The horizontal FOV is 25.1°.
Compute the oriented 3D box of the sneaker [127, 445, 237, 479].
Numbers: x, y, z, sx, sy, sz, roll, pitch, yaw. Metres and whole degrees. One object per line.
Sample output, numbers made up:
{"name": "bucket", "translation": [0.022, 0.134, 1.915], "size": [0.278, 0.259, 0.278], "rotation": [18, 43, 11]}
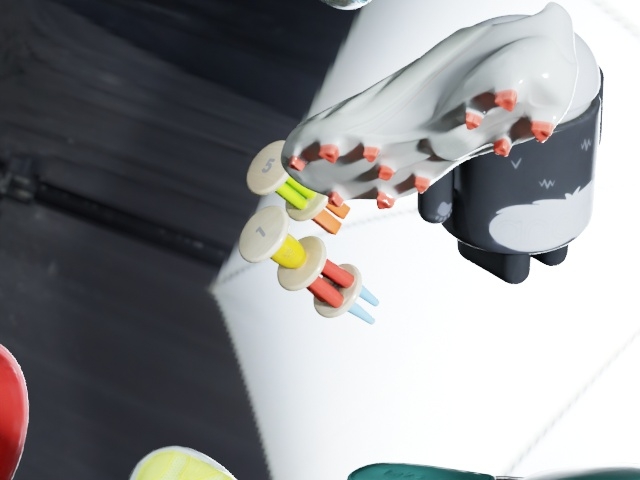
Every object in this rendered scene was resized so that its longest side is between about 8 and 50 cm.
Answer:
{"name": "sneaker", "translation": [-0.063, 0.331, 1.211], "size": [0.145, 0.384, 0.147], "rotation": [-24, 151, -9]}

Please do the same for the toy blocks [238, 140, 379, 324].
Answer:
{"name": "toy blocks", "translation": [0.000, 0.000, 1.237], "size": [0.148, 0.054, 0.123], "rotation": [38, 44, -38]}

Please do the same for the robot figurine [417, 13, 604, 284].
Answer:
{"name": "robot figurine", "translation": [0.202, -0.098, 1.501], "size": [0.209, 0.174, 0.278], "rotation": [-65, 157, -56]}

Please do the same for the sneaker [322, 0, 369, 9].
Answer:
{"name": "sneaker", "translation": [0.027, -0.237, 1.137], "size": [0.366, 0.135, 0.150], "rotation": [-40, 149, -53]}

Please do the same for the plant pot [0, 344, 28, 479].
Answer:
{"name": "plant pot", "translation": [-0.533, 0.218, 1.753], "size": [0.275, 0.243, 0.275], "rotation": [-36, 134, -49]}

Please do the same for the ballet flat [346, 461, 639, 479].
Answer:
{"name": "ballet flat", "translation": [0.101, 0.156, 0.779], "size": [0.072, 0.213, 0.068], "rotation": [-17, 97, -49]}

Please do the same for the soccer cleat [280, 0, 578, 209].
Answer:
{"name": "soccer cleat", "translation": [0.060, -0.071, 0.791], "size": [0.068, 0.196, 0.076], "rotation": [41, 51, -30]}
